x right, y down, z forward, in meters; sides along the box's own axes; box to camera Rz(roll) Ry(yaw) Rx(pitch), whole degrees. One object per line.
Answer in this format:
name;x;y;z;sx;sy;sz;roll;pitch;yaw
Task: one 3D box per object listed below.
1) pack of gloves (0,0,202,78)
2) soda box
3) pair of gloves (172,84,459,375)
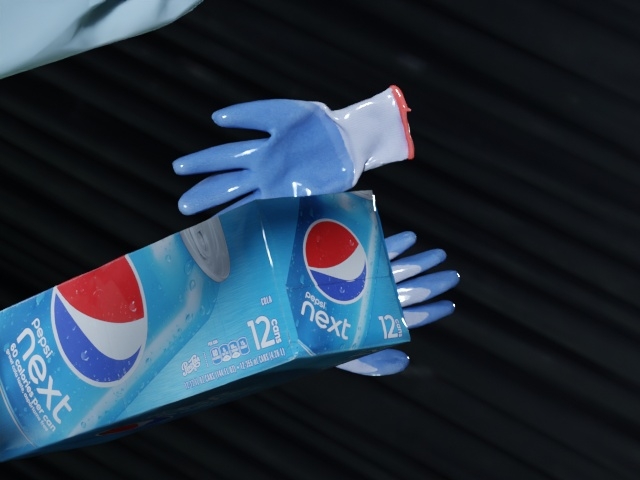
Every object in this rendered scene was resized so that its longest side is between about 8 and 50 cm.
pack of gloves;-0.095;-0.094;0.417;0.232;0.046;0.195;-29;137;-23
soda box;-0.064;0.040;0.809;0.071;0.067;0.210;-6;167;-46
pair of gloves;0.000;0.000;1.195;0.023;0.159;0.198;-119;-168;-77
